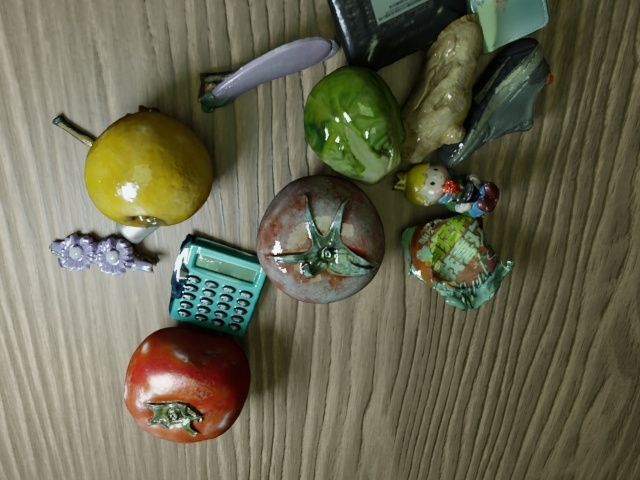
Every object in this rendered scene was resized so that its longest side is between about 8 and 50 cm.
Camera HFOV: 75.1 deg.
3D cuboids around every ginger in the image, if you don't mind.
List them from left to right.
[{"bbox_3d":[0.279,-0.344,0.980,0.126,0.190,0.354,-8,124,-48],"label":"ginger"}]

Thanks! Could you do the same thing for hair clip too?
[{"bbox_3d":[-0.583,0.038,1.111,0.292,0.084,0.106,9,92,-3],"label":"hair clip"},{"bbox_3d":[-0.128,-0.393,0.954,0.358,0.095,0.110,-15,142,10],"label":"hair clip"}]

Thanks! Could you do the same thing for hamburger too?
[{"bbox_3d":[0.365,0.056,1.157,0.260,0.150,0.276,-27,88,-11],"label":"hamburger"}]

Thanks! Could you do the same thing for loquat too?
[{"bbox_3d":[-0.383,-0.166,0.942,0.275,0.275,0.275,-1,111,-4],"label":"loquat"}]

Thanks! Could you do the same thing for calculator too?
[{"bbox_3d":[-0.294,0.139,1.175,0.248,0.058,0.274,19,110,-10],"label":"calculator"}]

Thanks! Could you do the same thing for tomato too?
[{"bbox_3d":[-0.359,0.390,1.143,0.325,0.290,0.293,12,108,-7],"label":"tomato"},{"bbox_3d":[0.000,0.000,1.021,0.316,0.282,0.317,-2,108,-5],"label":"tomato"}]

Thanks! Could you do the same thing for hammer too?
[{"bbox_3d":[-0.563,-0.234,1.029,0.201,0.021,0.078,34,105,-15],"label":"hammer"}]

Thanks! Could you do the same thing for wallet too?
[{"bbox_3d":[0.404,-0.576,0.939,0.176,0.075,0.250,-23,111,5],"label":"wallet"}]

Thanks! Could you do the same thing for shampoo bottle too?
[{"bbox_3d":[-0.453,-0.064,1.093,0.165,0.040,0.080,-35,108,10],"label":"shampoo bottle"}]

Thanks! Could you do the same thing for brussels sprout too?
[{"bbox_3d":[0.084,-0.253,0.958,0.219,0.210,0.271,-28,103,32],"label":"brussels sprout"}]

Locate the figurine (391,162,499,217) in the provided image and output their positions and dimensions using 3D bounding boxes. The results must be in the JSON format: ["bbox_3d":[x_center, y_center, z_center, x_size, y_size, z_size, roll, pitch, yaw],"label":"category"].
[{"bbox_3d":[0.307,-0.130,1.045,0.234,0.185,0.127,23,98,-8],"label":"figurine"}]

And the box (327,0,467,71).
[{"bbox_3d":[0.161,-0.539,0.889,0.290,0.073,0.289,-25,129,3],"label":"box"}]

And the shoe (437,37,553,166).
[{"bbox_3d":[0.441,-0.307,1.031,0.171,0.132,0.336,29,107,-26],"label":"shoe"}]
